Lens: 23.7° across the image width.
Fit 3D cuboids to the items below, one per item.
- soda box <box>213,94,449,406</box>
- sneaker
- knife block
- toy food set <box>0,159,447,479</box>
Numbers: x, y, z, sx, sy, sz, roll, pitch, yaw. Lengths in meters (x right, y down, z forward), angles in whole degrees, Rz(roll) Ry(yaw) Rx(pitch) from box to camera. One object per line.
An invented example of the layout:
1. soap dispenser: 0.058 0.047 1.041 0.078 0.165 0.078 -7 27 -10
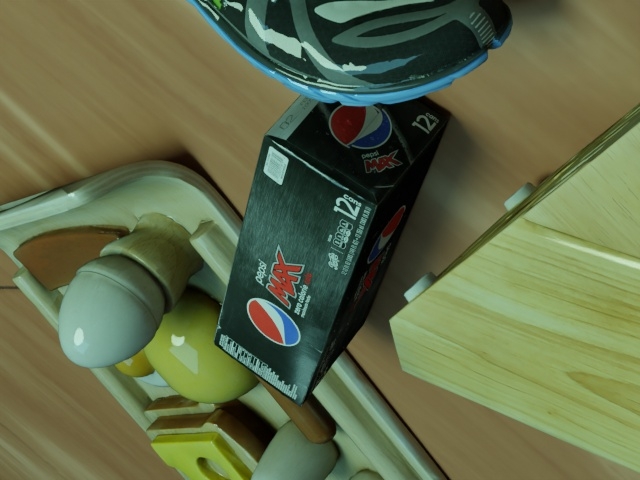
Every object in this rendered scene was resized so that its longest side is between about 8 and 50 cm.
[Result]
1. soda box: 0.000 0.000 0.649 0.053 0.060 0.169 33 147 9
2. sneaker: -0.020 -0.111 0.526 0.188 0.067 0.078 34 154 15
3. knife block: 0.174 0.049 0.470 0.242 0.088 0.276 50 148 2
4. toy food set: -0.079 0.096 0.820 0.220 0.092 0.306 -12 121 52
